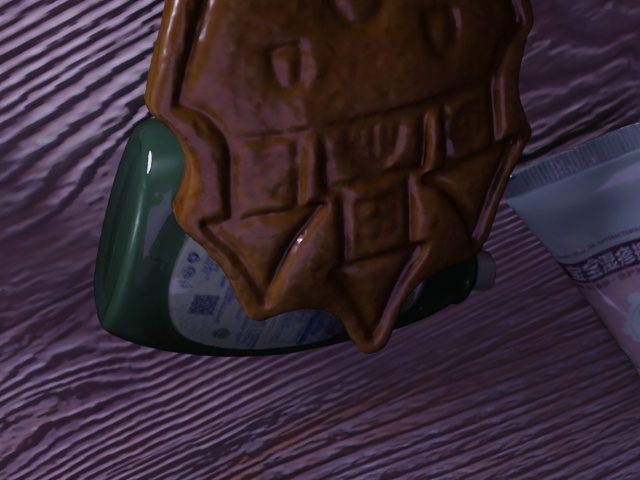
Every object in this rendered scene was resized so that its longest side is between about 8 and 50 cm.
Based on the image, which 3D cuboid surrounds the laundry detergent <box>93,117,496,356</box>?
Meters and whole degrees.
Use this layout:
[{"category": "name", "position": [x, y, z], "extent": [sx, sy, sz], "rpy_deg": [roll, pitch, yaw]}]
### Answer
[{"category": "laundry detergent", "position": [0.000, 0.000, 0.547], "extent": [0.211, 0.063, 0.137], "rpy_deg": [5, 122, -23]}]

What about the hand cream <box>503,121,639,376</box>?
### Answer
[{"category": "hand cream", "position": [0.213, 0.047, 0.675], "extent": [0.085, 0.058, 0.331], "rpy_deg": [-21, 131, 22]}]

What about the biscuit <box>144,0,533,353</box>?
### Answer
[{"category": "biscuit", "position": [0.018, -0.043, 0.481], "extent": [0.182, 0.034, 0.215], "rpy_deg": [-16, 117, -19]}]
